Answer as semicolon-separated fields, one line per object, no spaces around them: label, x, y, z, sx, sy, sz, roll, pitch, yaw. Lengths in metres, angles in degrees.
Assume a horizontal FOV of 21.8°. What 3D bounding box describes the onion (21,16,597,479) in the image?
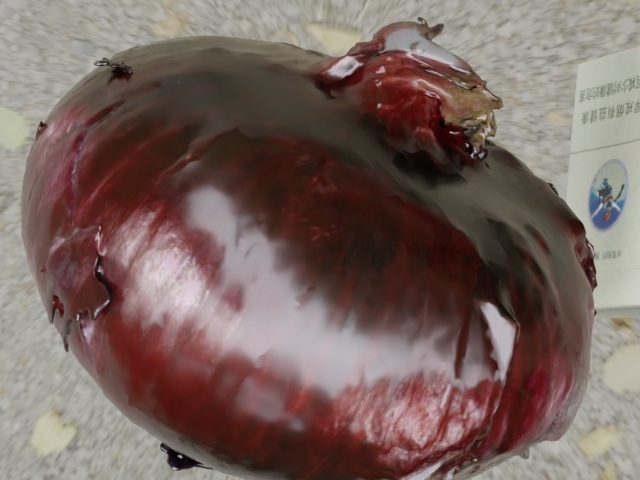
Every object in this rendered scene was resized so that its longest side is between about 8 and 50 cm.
onion;0.000;0.000;0.833;0.314;0.314;0.232;25;112;-2

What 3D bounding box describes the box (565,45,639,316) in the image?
box;0.309;-0.055;1.622;0.069;0.164;0.256;8;84;-21
